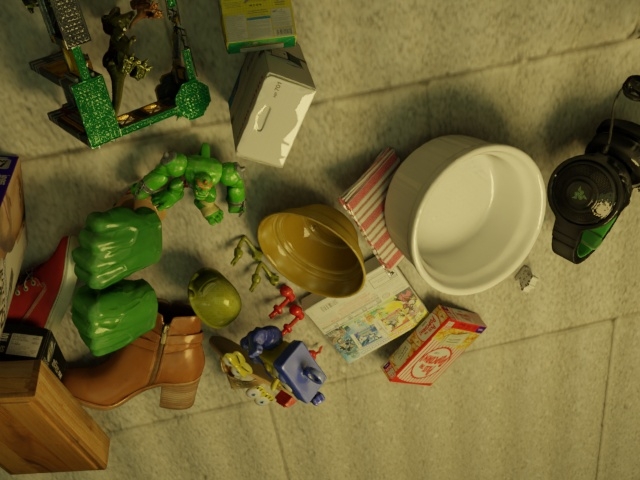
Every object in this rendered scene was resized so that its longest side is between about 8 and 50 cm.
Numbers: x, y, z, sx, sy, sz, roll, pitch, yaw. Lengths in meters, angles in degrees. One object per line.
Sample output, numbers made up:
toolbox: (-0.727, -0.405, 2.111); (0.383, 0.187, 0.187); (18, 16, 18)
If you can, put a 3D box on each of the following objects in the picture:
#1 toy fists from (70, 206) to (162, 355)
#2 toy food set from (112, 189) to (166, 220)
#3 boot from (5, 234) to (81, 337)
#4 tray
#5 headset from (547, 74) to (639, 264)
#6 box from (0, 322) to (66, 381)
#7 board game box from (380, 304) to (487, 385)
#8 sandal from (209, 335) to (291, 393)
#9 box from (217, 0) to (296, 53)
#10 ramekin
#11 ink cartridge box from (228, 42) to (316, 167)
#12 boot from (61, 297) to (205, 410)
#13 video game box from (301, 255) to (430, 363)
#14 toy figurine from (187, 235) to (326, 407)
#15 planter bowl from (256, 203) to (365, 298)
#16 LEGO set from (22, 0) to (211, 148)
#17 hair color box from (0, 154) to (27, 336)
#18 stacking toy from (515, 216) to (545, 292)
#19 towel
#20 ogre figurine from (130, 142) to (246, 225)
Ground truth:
toy fists: (-0.360, 0.070, 1.287); (0.142, 0.096, 0.279); (-27, 136, -50)
toy food set: (-0.321, -0.052, 1.318); (0.083, 0.020, 0.083); (-30, 124, 10)
boot: (-0.530, 0.075, 1.323); (0.176, 0.088, 0.244); (19, 121, -21)
tray: (-0.553, 0.344, 1.395); (0.202, 0.076, 0.411); (-3, 148, 1)
headset: (0.527, -0.111, 1.307); (0.243, 0.185, 0.394); (-40, 146, -28)
box: (-0.571, 0.213, 1.353); (0.180, 0.078, 0.147); (7, 146, -1)
board game box: (0.239, 0.225, 1.578); (0.146, 0.045, 0.193); (15, 122, -44)
sandal: (-0.149, 0.281, 1.536); (0.240, 0.088, 0.079); (31, 107, -33)
box: (-0.099, -0.367, 1.093); (0.105, 0.043, 0.179); (-8, 82, -6)
ramekin: (0.248, -0.054, 1.329); (0.277, 0.135, 0.277); (-12, 118, -23)
ink cartridge box: (-0.080, -0.221, 1.150); (0.082, 0.191, 0.140); (15, 120, -22)
boot: (-0.365, 0.216, 1.443); (0.283, 0.109, 0.220); (8, 114, -4)
video game box: (0.095, 0.138, 1.516); (0.205, 0.048, 0.187); (-30, 123, 9)
toy figurine: (-0.061, 0.185, 1.372); (0.191, 0.217, 0.363); (-42, 124, -22)
planter bowl: (0.000, 0.000, 1.354); (0.217, 0.090, 0.217); (21, 143, 16)
LEGO set: (-0.320, -0.302, 1.092); (0.255, 0.192, 0.331); (-37, 132, -23)
hair color box: (-0.526, 0.024, 1.131); (0.110, 0.339, 0.185); (1, 123, -14)
stacking toy: (0.396, -0.005, 1.480); (0.167, 0.052, 0.221); (19, 117, -23)
towel: (0.124, -0.054, 1.373); (0.144, 0.029, 0.197); (-47, 126, -17)
ogre figurine: (-0.212, -0.098, 1.271); (0.197, 0.097, 0.118); (23, 135, -8)
